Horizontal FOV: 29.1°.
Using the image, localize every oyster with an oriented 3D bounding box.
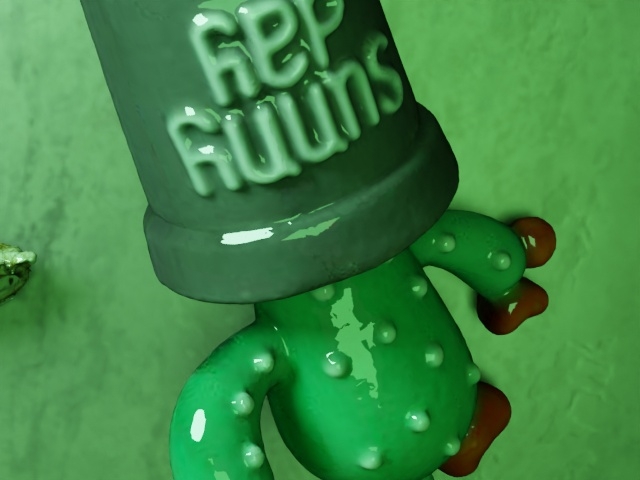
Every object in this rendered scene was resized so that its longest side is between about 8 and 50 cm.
[{"bbox_3d":[-0.225,0.022,0.766,0.083,0.080,0.038,-8,73,-35],"label":"oyster"}]

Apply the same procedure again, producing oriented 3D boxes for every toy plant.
[{"bbox_3d":[-0.007,0.007,0.716,0.185,0.279,0.400,-2,122,32],"label":"toy plant"}]
